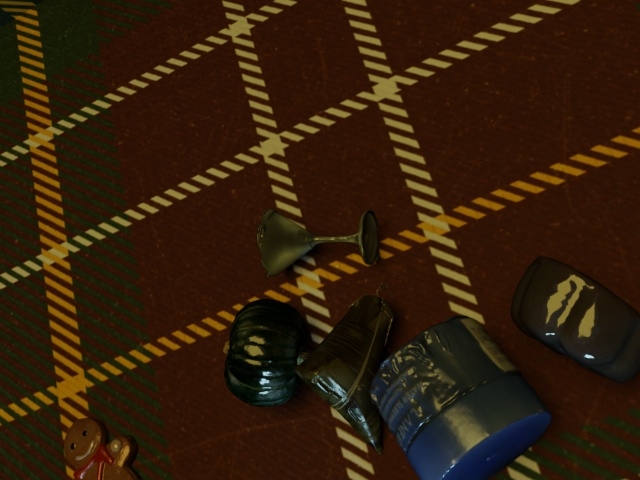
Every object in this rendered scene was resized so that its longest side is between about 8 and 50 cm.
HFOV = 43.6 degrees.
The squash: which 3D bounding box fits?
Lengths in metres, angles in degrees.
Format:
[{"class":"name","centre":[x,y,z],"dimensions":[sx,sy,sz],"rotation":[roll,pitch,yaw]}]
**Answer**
[{"class":"squash","centre":[-0.108,0.227,1.614],"dimensions":[0.218,0.172,0.218],"rotation":[-162,90,-74]}]

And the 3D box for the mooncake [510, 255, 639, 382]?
[{"class":"mooncake","centre":[0.443,0.135,1.363],"dimensions":[0.245,0.245,0.133],"rotation":[29,88,31]}]

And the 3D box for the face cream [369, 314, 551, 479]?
[{"class":"face cream","centre":[0.237,0.288,1.399],"dimensions":[0.249,0.249,0.225],"rotation":[-41,56,8]}]

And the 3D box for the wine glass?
[{"class":"wine glass","centre":[0.000,0.000,1.682],"dimensions":[0.232,0.156,0.156],"rotation":[-2,71,22]}]

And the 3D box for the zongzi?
[{"class":"zongzi","centre":[0.106,0.250,1.575],"dimensions":[0.247,0.241,0.111],"rotation":[-48,17,-24]}]

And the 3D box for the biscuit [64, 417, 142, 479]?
[{"class":"biscuit","centre":[-0.488,0.532,1.787],"dimensions":[0.205,0.049,0.324],"rotation":[-42,58,8]}]
